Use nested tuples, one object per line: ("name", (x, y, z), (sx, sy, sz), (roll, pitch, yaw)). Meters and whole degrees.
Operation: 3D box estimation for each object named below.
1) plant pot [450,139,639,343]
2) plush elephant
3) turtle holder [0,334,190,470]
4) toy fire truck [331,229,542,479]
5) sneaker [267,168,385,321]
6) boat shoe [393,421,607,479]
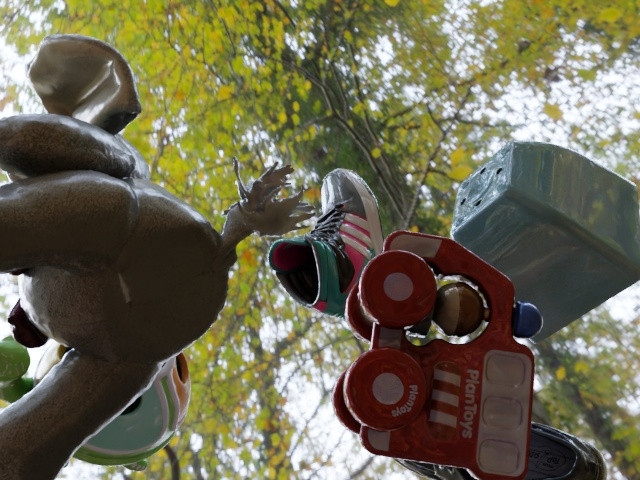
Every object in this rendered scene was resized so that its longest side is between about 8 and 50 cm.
("plant pot", (0.369, -0.026, 1.418), (0.252, 0.248, 0.247), (34, -48, -14))
("plush elephant", (-0.207, -0.012, 0.682), (0.330, 0.255, 0.272), (-31, -51, -30))
("turtle holder", (-0.366, 0.220, 1.359), (0.320, 0.243, 0.227), (32, -48, -1))
("toy fire truck", (0.156, 0.146, 1.067), (0.253, 0.169, 0.302), (10, -107, -3))
("sneaker", (0.000, 0.000, 1.323), (0.178, 0.296, 0.124), (8, -38, -31))
("boat shoe", (0.232, 0.303, 1.194), (0.113, 0.340, 0.127), (37, -113, -55))
